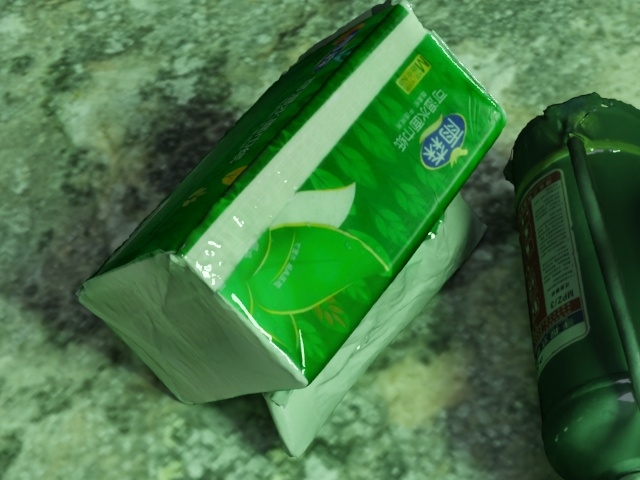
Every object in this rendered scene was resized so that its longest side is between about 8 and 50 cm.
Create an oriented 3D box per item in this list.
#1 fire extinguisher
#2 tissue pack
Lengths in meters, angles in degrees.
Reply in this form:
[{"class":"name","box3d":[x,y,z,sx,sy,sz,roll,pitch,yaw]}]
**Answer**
[{"class":"fire extinguisher","box3d":[0.154,0.053,0.675,0.093,0.118,0.294,2,49,0]},{"class":"tissue pack","box3d":[0.002,-0.001,0.719,0.156,0.148,0.209,47,60,-11]}]
